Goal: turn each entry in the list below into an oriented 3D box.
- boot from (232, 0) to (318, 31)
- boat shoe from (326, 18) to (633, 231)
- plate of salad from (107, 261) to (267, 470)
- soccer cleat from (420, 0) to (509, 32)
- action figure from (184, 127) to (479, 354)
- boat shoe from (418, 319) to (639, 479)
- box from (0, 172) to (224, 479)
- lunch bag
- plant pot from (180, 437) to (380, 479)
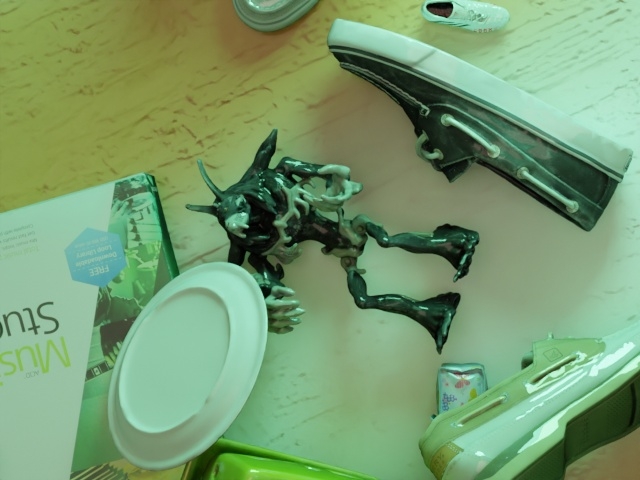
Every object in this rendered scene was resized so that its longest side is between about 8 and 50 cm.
[{"bbox_3d":[-0.003,-0.310,1.719,0.095,0.123,0.258,34,94,6],"label":"boot"},{"bbox_3d":[0.131,-0.103,1.717,0.301,0.108,0.102,27,92,-1],"label":"boat shoe"},{"bbox_3d":[-0.114,0.114,1.674,0.048,0.200,0.200,32,95,-38],"label":"plate of salad"},{"bbox_3d":[0.134,-0.211,1.746,0.083,0.035,0.029,9,91,7],"label":"soccer cleat"},{"bbox_3d":[0.000,0.000,1.713,0.275,0.141,0.164,18,104,5],"label":"action figure"},{"bbox_3d":[0.221,0.131,1.664,0.302,0.113,0.103,-31,55,-27],"label":"boat shoe"},{"bbox_3d":[-0.229,0.120,1.780,0.232,0.058,0.322,-16,89,6],"label":"box"},{"bbox_3d":[0.128,0.156,1.729,0.053,0.071,0.083,-2,90,6],"label":"lunch bag"},{"bbox_3d":[-0.031,0.300,1.656,0.227,0.207,0.228,17,93,-23],"label":"plant pot"}]
